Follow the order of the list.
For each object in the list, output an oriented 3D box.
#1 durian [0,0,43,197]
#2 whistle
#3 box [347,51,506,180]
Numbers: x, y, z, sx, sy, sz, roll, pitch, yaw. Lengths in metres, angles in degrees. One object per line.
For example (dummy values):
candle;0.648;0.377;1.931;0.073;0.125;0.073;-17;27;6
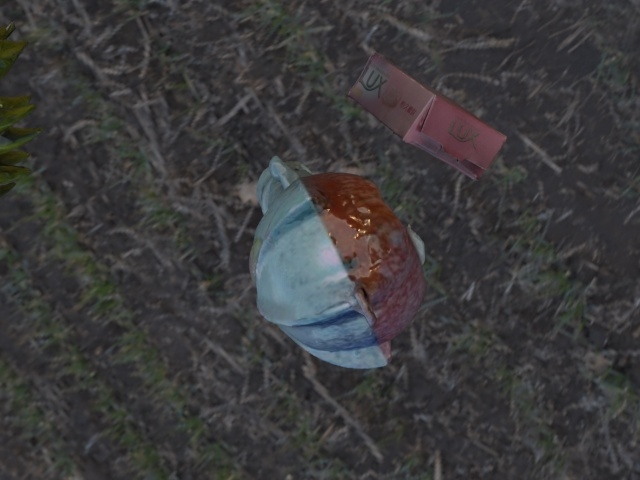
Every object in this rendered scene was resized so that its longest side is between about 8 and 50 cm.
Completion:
durian;-0.243;-0.085;0.317;0.198;0.394;0.163;-45;61;21
whistle;0.001;0.000;0.929;0.142;0.346;0.133;40;97;-19
box;0.109;-0.129;1.178;0.111;0.156;0.060;26;103;-35
